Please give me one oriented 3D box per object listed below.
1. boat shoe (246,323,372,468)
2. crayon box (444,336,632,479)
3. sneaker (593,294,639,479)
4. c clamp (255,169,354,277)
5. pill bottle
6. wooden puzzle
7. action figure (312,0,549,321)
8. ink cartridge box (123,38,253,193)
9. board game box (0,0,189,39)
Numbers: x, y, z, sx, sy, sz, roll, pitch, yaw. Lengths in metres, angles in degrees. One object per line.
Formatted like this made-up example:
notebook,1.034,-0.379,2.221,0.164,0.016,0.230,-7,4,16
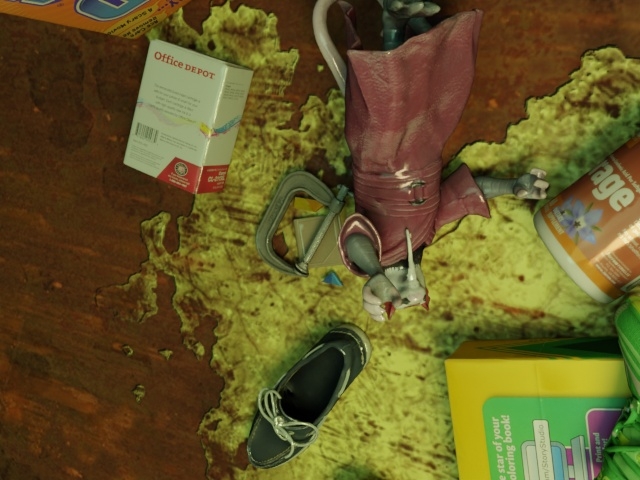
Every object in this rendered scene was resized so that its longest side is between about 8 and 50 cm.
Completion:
boat shoe,-0.028,0.216,0.906,0.095,0.079,0.254,47,113,12
crayon box,0.316,0.288,0.741,0.313,0.106,0.362,-6,94,27
sneaker,0.302,0.197,0.616,0.124,0.109,0.295,-13,89,22
c clamp,-0.016,-0.016,0.887,0.137,0.022,0.160,42,114,18
pill bottle,0.331,-0.045,0.680,0.216,0.121,0.121,-42,79,23
wooden puzzle,0.000,0.000,0.903,0.079,0.014,0.116,1,97,30
action figure,0.070,-0.077,0.748,0.276,0.248,0.370,30,129,45
ink cartridge box,-0.177,-0.166,0.930,0.127,0.072,0.175,24,106,21
board game box,-0.266,-0.492,0.771,0.356,0.356,0.356,-25,86,26
